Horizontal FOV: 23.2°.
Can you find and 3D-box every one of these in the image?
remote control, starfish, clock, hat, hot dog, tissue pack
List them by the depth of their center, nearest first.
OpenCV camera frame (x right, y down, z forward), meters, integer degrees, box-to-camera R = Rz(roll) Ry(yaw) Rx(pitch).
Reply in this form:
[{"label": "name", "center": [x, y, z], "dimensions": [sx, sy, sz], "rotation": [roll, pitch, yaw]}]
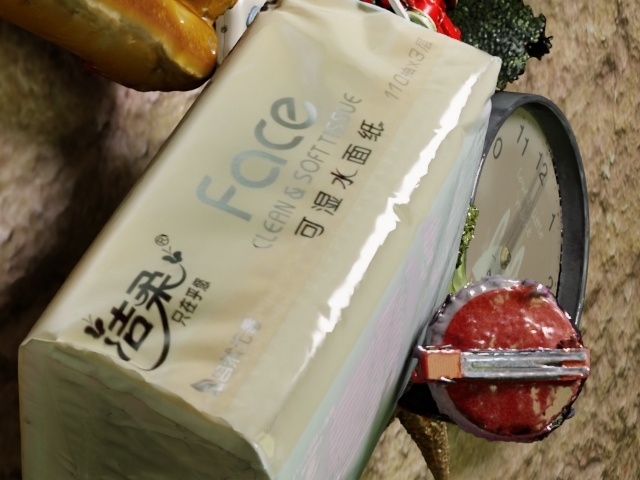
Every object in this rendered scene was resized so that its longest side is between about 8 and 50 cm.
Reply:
[{"label": "hot dog", "center": [-0.173, -0.208, 1.035], "dimensions": [0.349, 0.117, 0.158], "rotation": [28, 72, -60]}, {"label": "tissue pack", "center": [-0.041, 0.064, 1.136], "dimensions": [0.331, 0.205, 0.405], "rotation": [101, 14, -49]}, {"label": "hat", "center": [0.115, 0.103, 1.226], "dimensions": [0.140, 0.227, 0.128], "rotation": [-21, 86, -15]}, {"label": "remote control", "center": [-0.048, -0.179, 1.334], "dimensions": [0.122, 0.032, 0.074], "rotation": [-10, 103, -58]}, {"label": "starfish", "center": [0.079, 0.146, 1.471], "dimensions": [0.277, 0.236, 0.062], "rotation": [87, -16, -48]}, {"label": "clock", "center": [0.205, 0.020, 1.752], "dimensions": [0.386, 0.076, 0.386], "rotation": [-13, 105, -59]}]

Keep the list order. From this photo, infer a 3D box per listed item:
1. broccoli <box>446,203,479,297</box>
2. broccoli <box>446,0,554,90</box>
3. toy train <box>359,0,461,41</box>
[{"label": "broccoli", "center": [0.091, 0.033, 1.502], "dimensions": [0.138, 0.146, 0.162], "rotation": [44, 44, 4]}, {"label": "broccoli", "center": [0.196, -0.254, 1.700], "dimensions": [0.122, 0.118, 0.204], "rotation": [41, 36, -19]}, {"label": "toy train", "center": [0.044, -0.232, 1.406], "dimensions": [0.204, 0.131, 0.082], "rotation": [56, 52, -32]}]
